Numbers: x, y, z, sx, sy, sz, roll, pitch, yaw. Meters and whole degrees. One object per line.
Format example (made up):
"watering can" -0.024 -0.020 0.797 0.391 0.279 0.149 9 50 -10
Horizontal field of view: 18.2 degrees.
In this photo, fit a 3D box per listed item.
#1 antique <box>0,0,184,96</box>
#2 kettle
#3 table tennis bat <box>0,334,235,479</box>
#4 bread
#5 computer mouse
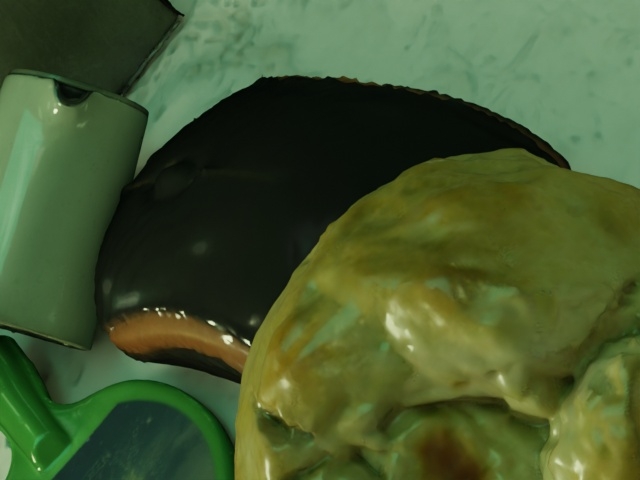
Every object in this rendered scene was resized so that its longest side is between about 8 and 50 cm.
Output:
"antique" -0.204 -0.150 1.277 0.152 0.146 0.148 -51 40 -1
"kettle" -0.156 -0.016 1.166 0.098 0.127 0.148 11 82 27
"table tennis bat" -0.137 0.129 1.102 0.160 0.039 0.257 -47 45 -1
"bread" 0.071 0.077 0.833 0.244 0.134 0.245 0 88 15
"computer mouse" -0.002 -0.003 1.026 0.323 0.116 0.183 12 65 45
